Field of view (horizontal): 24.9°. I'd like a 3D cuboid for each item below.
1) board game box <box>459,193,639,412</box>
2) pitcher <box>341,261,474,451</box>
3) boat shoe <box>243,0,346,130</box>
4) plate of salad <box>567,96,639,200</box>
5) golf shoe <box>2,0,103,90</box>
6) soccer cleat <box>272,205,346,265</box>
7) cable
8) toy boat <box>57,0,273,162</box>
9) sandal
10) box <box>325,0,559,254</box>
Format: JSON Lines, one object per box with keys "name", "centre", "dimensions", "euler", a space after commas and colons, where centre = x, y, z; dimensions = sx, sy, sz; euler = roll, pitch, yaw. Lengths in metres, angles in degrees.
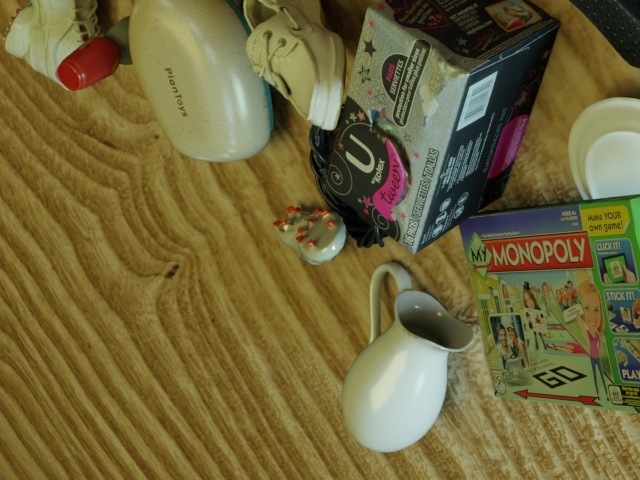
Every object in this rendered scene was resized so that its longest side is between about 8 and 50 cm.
{"name": "board game box", "centre": [0.263, 0.066, 1.514], "dimensions": [0.317, 0.046, 0.213], "euler": [-6, 97, 65]}
{"name": "pitcher", "centre": [0.092, 0.147, 1.818], "dimensions": [0.178, 0.125, 0.207], "euler": [58, 138, 39]}
{"name": "boat shoe", "centre": [-0.037, -0.206, 1.620], "dimensions": [0.277, 0.096, 0.098], "euler": [-112, 33, -58]}
{"name": "plate of salad", "centre": [0.333, -0.060, 1.435], "dimensions": [0.200, 0.048, 0.200], "euler": [34, 147, 26]}
{"name": "golf shoe", "centre": [-0.347, -0.323, 2.028], "dimensions": [0.140, 0.115, 0.306], "euler": [45, 149, 2]}
{"name": "soccer cleat", "centre": [0.000, 0.000, 1.830], "dimensions": [0.076, 0.068, 0.196], "euler": [47, 172, -18]}
{"name": "cable", "centre": [0.040, -0.073, 1.774], "dimensions": [0.150, 0.047, 0.184], "euler": [31, 135, 34]}
{"name": "toy boat", "centre": [-0.192, -0.239, 1.878], "dimensions": [0.318, 0.148, 0.267], "euler": [10, 126, 38]}
{"name": "sandal", "centre": [0.272, -0.245, 1.397], "dimensions": [0.179, 0.040, 0.067], "euler": [49, 151, -10]}
{"name": "box", "centre": [0.121, -0.140, 1.532], "dimensions": [0.142, 0.163, 0.247], "euler": [38, 138, 25]}
